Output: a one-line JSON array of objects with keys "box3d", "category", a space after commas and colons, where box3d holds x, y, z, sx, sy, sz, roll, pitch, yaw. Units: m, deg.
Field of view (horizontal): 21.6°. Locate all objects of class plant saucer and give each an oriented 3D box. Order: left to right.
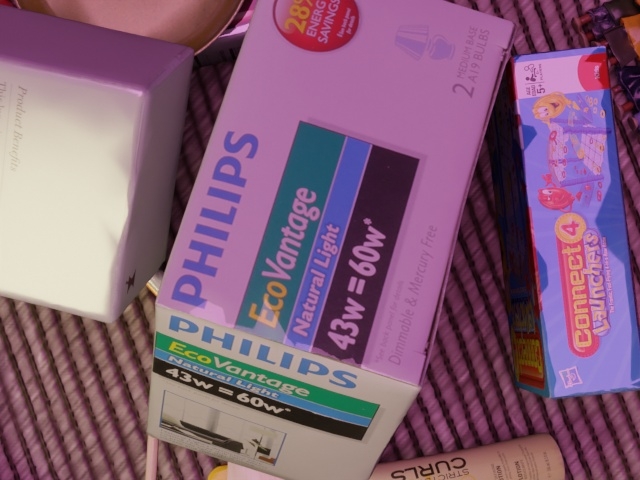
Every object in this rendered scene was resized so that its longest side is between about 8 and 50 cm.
[{"box3d": [-0.180, -0.275, 1.604, 0.241, 0.037, 0.241, 0, 87, 2], "category": "plant saucer"}]

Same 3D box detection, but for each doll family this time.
[{"box3d": [0.346, -0.183, 1.720, 0.111, 0.076, 0.193, -25, 92, -6], "category": "doll family"}]

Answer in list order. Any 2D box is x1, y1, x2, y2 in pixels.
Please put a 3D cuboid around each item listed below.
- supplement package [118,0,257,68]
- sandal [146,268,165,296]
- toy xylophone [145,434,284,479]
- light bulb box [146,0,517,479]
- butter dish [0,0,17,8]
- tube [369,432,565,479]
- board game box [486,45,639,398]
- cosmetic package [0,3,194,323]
[{"box3d": [-0.080, -0.260, 1.689, 0.244, 0.134, 0.139, -14, 87, -1], "category": "supplement package"}, {"box3d": [-0.215, 0.025, 1.692, 0.076, 0.102, 0.265, -43, 90, -4], "category": "sandal"}, {"box3d": [-0.064, 0.240, 1.691, 0.236, 0.081, 0.323, 10, 87, 0], "category": "toy xylophone"}, {"box3d": [0.000, 0.000, 1.515, 0.225, 0.361, 0.358, 17, 67, 0], "category": "light bulb box"}, {"box3d": [-0.356, -0.210, 1.695, 0.160, 0.160, 0.118, 11, 64, 2], "category": "butter dish"}, {"box3d": [0.126, 0.248, 1.667, 0.240, 0.070, 0.062, -11, 131, -17], "category": "tube"}, {"box3d": [0.225, -0.009, 1.591, 0.086, 0.308, 0.302, -6, 86, 1], "category": "board game box"}, {"box3d": [-0.365, -0.104, 1.551, 0.453, 0.161, 0.230, 14, 113, 8], "category": "cosmetic package"}]
